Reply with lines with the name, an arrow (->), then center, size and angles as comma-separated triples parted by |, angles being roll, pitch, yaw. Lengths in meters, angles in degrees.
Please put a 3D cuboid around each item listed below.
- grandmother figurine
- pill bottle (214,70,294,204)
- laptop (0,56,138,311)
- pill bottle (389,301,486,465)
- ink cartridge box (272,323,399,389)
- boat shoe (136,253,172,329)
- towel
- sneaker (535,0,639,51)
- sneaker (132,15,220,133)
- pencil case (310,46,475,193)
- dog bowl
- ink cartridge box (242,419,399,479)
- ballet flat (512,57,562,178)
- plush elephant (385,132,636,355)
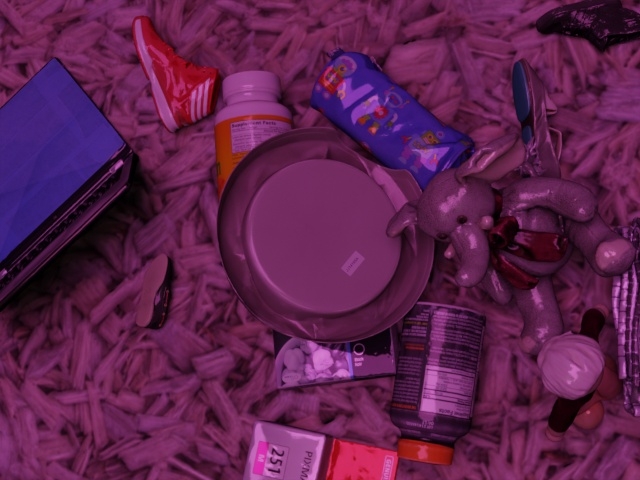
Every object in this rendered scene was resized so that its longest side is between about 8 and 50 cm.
grandmother figurine -> 0.375, 0.189, 1.693 | 0.104, 0.342, 0.208 | 8, 83, 18
pill bottle -> -0.110, -0.155, 2.008 | 0.136, 0.136, 0.246 | -8, 78, 15
laptop -> -0.537, -0.088, 2.078 | 0.382, 0.408, 0.236 | -43, 105, 6
pill bottle -> 0.180, 0.226, 1.856 | 0.130, 0.130, 0.246 | 7, 82, 18
ink cartridge box -> 0.021, 0.133, 1.966 | 0.206, 0.045, 0.208 | -9, 76, 15
boat shoe -> -0.284, 0.090, 2.067 | 0.049, 0.042, 0.133 | 7, 80, 43
towel -> 0.549, 0.115, 1.718 | 0.235, 0.121, 0.284 | 4, 79, -17
sneaker -> 0.443, -0.345, 1.925 | 0.170, 0.051, 0.089 | -17, 71, 9
sneaker -> -0.249, -0.312, 2.119 | 0.128, 0.087, 0.221 | -19, 87, 4
pencil case -> 0.122, -0.192, 1.956 | 0.306, 0.119, 0.133 | 41, 88, 19
dog bowl -> 0.000, 0.000, 1.870 | 0.348, 0.102, 0.349 | 3, 76, -12
ink cartridge box -> -0.016, 0.448, 1.912 | 0.239, 0.060, 0.275 | 9, 83, 19
ballet flat -> 0.355, -0.191, 1.924 | 0.068, 0.072, 0.213 | -1, 79, -12
plush elephant -> 0.258, -0.019, 1.757 | 0.272, 0.255, 0.330 | -51, 49, 49
